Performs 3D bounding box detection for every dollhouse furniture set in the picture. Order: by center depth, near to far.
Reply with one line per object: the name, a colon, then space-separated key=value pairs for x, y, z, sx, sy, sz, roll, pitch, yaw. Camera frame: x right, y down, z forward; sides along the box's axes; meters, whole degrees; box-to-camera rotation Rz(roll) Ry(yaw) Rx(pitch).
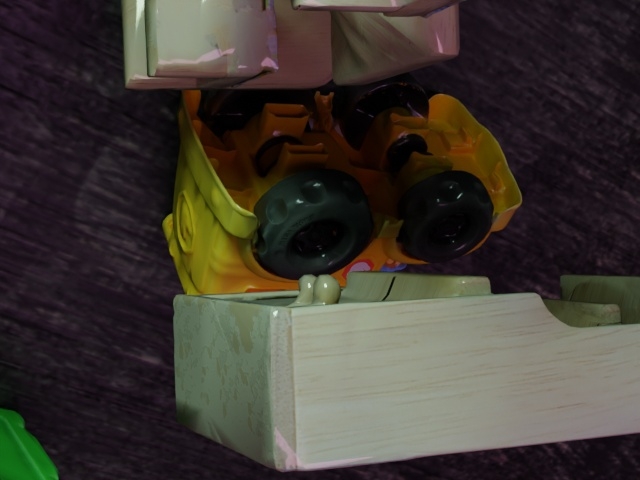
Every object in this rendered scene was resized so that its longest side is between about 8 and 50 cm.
dollhouse furniture set: x=0.066 y=-0.105 z=0.639 sx=0.256 sy=0.362 sz=0.394 roll=-2 pitch=90 yaw=-22

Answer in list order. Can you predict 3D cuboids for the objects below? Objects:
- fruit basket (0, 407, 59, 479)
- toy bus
fruit basket: x=-0.355 y=0.282 z=0.813 sx=0.392 sy=0.283 sz=0.392 roll=-8 pitch=107 yaw=-25
toy bus: x=0.000 y=0.000 z=0.900 sx=0.220 sy=0.149 sz=0.211 roll=-2 pitch=132 yaw=-25
